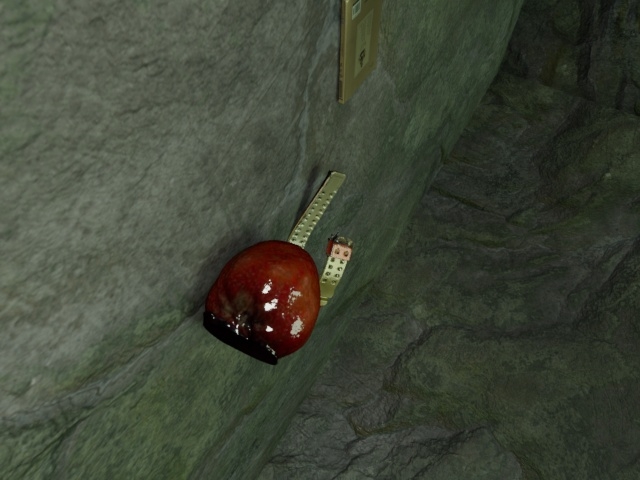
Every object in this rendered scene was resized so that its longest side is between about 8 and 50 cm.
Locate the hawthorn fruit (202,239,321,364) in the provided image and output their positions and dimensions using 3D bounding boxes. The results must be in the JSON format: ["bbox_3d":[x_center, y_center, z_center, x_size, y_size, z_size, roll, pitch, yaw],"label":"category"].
[{"bbox_3d":[-0.079,0.089,0.755,0.251,0.190,0.189,-52,161,-54],"label":"hawthorn fruit"}]

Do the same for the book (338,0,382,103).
[{"bbox_3d":[0.072,-0.362,0.791,0.138,0.016,0.198,-54,160,-29],"label":"book"}]

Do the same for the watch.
[{"bbox_3d":[-0.001,0.009,0.879,0.102,0.165,0.268,14,116,-36],"label":"watch"}]
